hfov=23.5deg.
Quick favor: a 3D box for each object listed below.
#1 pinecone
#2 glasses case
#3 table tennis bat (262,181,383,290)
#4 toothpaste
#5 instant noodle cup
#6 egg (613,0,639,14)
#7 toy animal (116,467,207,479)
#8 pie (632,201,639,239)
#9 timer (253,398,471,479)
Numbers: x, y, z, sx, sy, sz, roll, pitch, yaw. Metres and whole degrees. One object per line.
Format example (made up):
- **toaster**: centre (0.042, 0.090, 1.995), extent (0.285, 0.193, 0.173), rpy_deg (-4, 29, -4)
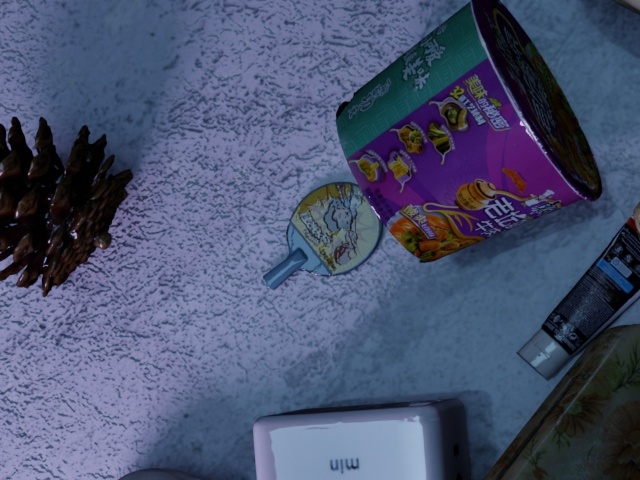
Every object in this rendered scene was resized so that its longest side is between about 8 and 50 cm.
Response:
- **pinecone**: centre (-0.313, -0.048, 1.701), extent (0.208, 0.208, 0.207), rpy_deg (-1, 87, 15)
- **glasses case**: centre (0.237, 0.259, 1.498), extent (0.156, 0.098, 0.425), rpy_deg (49, 65, -15)
- **table tennis bat**: centre (0.000, 0.000, 1.712), extent (0.155, 0.019, 0.100), rpy_deg (-38, 79, 8)
- **toothpaste**: centre (0.292, 0.066, 1.623), extent (0.071, 0.045, 0.193), rpy_deg (43, 91, 5)
- **instant noodle cup**: centre (0.144, -0.106, 1.578), extent (0.190, 0.251, 0.251), rpy_deg (-30, 80, 20)
- **egg**: centre (0.394, -0.364, 1.496), extent (0.283, 0.283, 0.345), rpy_deg (41, 95, 13)
- **toy animal**: centre (-0.125, 0.405, 1.634), extent (0.258, 0.194, 0.357), rpy_deg (-35, 70, 52)
- **pie**: centre (0.398, 0.003, 1.527), extent (0.185, 0.218, 0.052), rpy_deg (8, 53, 34)
- **timer**: centre (0.050, 0.269, 1.593), extent (0.194, 0.192, 0.195), rpy_deg (-5, 86, 14)
